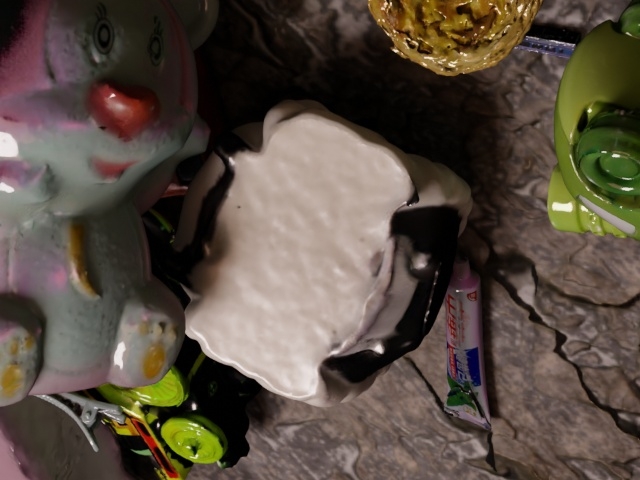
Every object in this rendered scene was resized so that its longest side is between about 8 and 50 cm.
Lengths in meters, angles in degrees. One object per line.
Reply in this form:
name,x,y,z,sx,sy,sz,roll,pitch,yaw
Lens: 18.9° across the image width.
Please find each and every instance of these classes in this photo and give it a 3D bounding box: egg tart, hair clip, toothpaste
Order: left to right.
hair clip,-0.217,0.135,1.558,0.115,0.039,0.030,21,154,16
egg tart,0.094,-0.178,1.315,0.128,0.049,0.129,5,105,19
toothpaste,0.114,0.081,1.517,0.045,0.028,0.170,17,133,27

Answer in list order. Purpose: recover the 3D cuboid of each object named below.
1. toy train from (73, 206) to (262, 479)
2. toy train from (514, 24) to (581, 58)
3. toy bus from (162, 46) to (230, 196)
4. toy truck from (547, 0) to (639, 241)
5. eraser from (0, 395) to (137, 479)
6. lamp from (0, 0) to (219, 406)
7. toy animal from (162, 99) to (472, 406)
toy train,-0.161,0.079,1.572,0.160,0.100,0.296,-3,132,30
toy train,0.141,-0.143,1.347,0.083,0.017,0.017,12,133,17
toy bus,-0.135,-0.143,1.443,0.096,0.073,0.235,-5,122,17
toy truck,0.249,-0.051,1.293,0.187,0.148,0.210,14,150,12
eraser,-0.367,0.186,1.742,0.359,0.122,0.272,-12,115,35
lamp,-0.198,-0.060,1.328,0.247,0.247,0.301,25,114,53
toy animal,0.000,0.000,1.425,0.204,0.156,0.208,26,105,8
